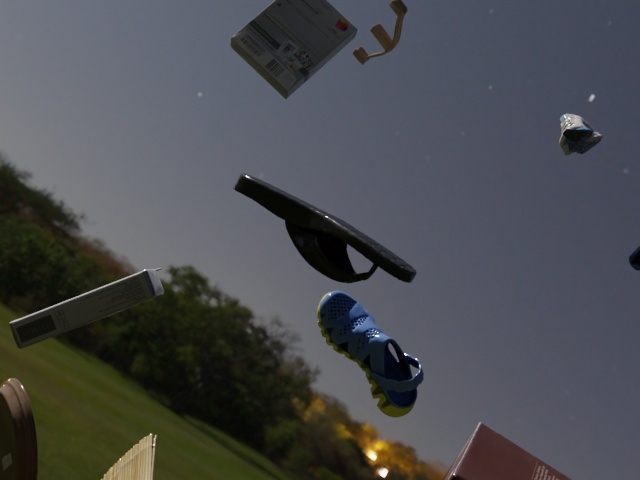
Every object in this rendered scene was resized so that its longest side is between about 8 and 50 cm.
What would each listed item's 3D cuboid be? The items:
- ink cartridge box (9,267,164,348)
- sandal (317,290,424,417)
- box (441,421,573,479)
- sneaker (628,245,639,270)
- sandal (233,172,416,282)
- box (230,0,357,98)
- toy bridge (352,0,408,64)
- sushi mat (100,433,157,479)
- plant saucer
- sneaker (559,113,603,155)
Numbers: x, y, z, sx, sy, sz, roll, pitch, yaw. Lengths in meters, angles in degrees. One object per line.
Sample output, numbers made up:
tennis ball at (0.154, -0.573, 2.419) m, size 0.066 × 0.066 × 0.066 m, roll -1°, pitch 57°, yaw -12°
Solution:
ink cartridge box at (-0.447, 0.130, 1.741) m, size 0.239 × 0.275 × 0.060 m, roll 137°, pitch -69°, yaw -87°
sandal at (0.121, 0.233, 1.914) m, size 0.317 × 0.126 × 0.138 m, roll 49°, pitch -32°, yaw 3°
box at (0.275, 0.427, 1.342) m, size 0.203 × 0.168 × 0.167 m, roll 32°, pitch 28°, yaw 12°
sneaker at (0.648, 0.024, 1.567) m, size 0.221 × 0.087 × 0.083 m, roll -27°, pitch -100°, yaw 59°
sandal at (0.000, 0.000, 1.739) m, size 0.445 × 0.107 × 0.167 m, roll 29°, pitch 5°, yaw 32°
box at (-0.048, -0.370, 1.599) m, size 0.145 × 0.186 × 0.038 m, roll 44°, pitch -16°, yaw 5°
toy bridge at (0.134, -0.436, 1.889) m, size 0.063 × 0.026 × 0.188 m, roll 54°, pitch -37°, yaw 7°
sushi mat at (-0.282, 0.429, 1.215) m, size 0.019 × 0.151 × 0.316 m, roll 32°, pitch 28°, yaw -27°
plant saucer at (-0.663, 0.434, 1.870) m, size 0.041 × 0.278 × 0.278 m, roll -1°, pitch 10°, yaw -36°
sneaker at (0.520, -0.226, 1.815) m, size 0.083 × 0.071 × 0.190 m, roll 54°, pitch 23°, yaw 14°
